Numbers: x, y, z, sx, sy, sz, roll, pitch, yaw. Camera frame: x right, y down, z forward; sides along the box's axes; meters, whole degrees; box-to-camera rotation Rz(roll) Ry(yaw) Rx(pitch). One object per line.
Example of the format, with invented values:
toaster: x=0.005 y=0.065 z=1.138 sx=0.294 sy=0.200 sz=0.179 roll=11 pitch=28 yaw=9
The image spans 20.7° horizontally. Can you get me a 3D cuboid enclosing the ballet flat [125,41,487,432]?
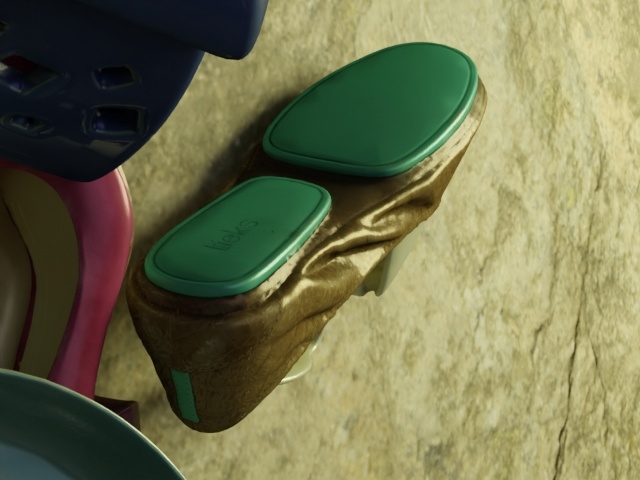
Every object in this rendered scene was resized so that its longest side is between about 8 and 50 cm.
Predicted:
ballet flat: x=0.000 y=0.000 z=1.016 sx=0.342 sy=0.116 sz=0.124 roll=-49 pitch=147 yaw=-52

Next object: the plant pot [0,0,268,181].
plant pot: x=-0.128 y=-0.181 z=0.728 sx=0.236 sy=0.212 sz=0.236 roll=21 pitch=70 yaw=-27

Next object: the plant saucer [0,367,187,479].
plant saucer: x=-0.172 y=0.213 z=0.764 sx=0.317 sy=0.044 sz=0.317 roll=3 pitch=84 yaw=-34

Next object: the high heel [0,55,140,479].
high heel: x=-0.153 y=0.028 z=0.843 sx=0.117 sy=0.082 sz=0.244 roll=-23 pitch=115 yaw=-52
